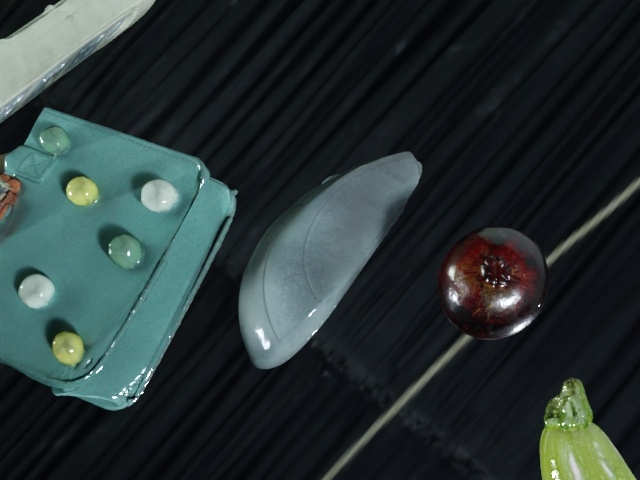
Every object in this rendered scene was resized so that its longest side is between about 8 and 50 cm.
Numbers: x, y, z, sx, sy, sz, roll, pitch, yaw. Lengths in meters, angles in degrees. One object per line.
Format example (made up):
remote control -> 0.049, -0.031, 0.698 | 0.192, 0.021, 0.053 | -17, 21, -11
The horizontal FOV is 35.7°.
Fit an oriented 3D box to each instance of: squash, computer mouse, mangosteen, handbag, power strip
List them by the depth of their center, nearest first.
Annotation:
power strip -> -0.229, -0.160, 0.830 | 0.048, 0.286, 0.080 | 45, 132, -8
handbag -> -0.252, 0.010, 0.994 | 0.274, 0.268, 0.100 | 22, 167, 29
squash -> 0.276, 0.223, 1.101 | 0.105, 0.105, 0.132 | 108, 141, -82
mangosteen -> 0.192, 0.052, 1.117 | 0.140, 0.140, 0.140 | 41, 172, 7
computer mouse -> 0.000, 0.000, 1.277 | 0.122, 0.371, 0.188 | 43, 145, -7

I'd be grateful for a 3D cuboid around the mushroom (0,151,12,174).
mushroom -> -0.351, -0.014, 1.209 | 0.226, 0.226, 0.178 | 48, -176, -38
